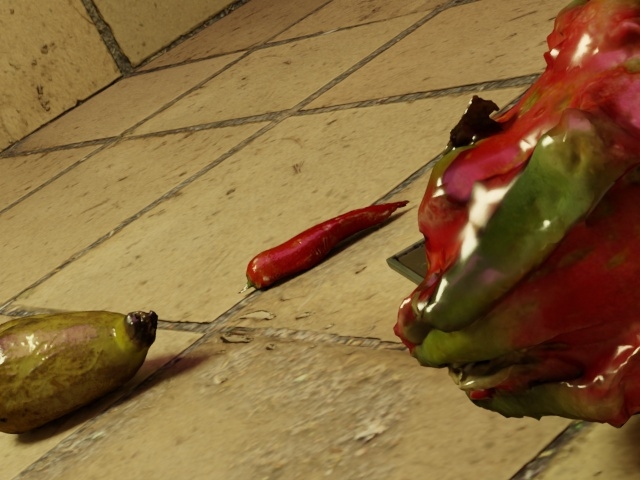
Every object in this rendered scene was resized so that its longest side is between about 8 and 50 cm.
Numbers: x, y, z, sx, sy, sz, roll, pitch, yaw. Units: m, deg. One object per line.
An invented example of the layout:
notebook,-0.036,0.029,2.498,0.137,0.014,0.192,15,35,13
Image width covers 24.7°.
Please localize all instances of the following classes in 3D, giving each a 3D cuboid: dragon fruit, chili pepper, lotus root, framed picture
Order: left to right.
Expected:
lotus root,-0.216,0.105,1.255,0.191,0.094,0.108,-14,43,14
chili pepper,0.000,0.000,1.332,0.178,0.027,0.045,-25,16,0
framed picture,0.134,-0.007,1.181,0.149,0.011,0.109,-30,17,-8
dragon fruit,0.180,-0.016,0.777,0.303,0.231,0.237,-40,30,-6
